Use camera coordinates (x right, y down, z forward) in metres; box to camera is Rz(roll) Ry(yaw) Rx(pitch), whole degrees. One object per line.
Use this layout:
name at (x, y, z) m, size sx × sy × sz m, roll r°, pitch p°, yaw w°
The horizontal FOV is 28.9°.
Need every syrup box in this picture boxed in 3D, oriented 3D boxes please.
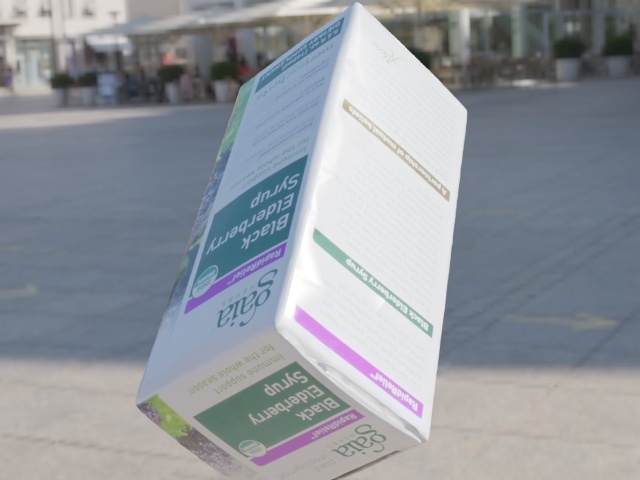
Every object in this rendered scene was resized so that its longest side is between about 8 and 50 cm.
syrup box at (0.000, 0.000, 0.611) m, size 0.093 × 0.096 × 0.237 m, roll -32°, pitch 29°, yaw 35°
